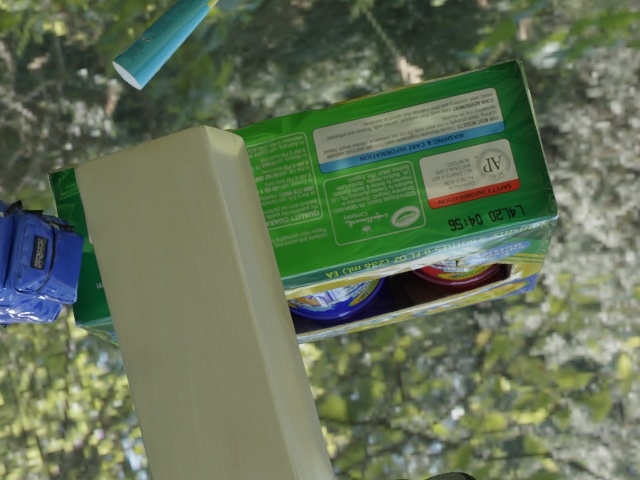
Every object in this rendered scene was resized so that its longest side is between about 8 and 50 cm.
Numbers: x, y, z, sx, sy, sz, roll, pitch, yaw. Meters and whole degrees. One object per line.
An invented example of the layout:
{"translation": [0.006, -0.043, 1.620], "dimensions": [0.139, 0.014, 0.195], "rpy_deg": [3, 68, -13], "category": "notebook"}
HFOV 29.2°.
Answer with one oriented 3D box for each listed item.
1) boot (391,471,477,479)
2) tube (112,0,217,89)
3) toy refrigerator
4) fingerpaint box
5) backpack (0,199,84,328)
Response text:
{"translation": [0.052, 0.320, 1.245], "dimensions": [0.179, 0.085, 0.236], "rpy_deg": [-31, 177, -36], "category": "boot"}
{"translation": [-0.190, -0.293, 1.643], "dimensions": [0.207, 0.052, 0.080], "rpy_deg": [-48, -145, -11], "category": "tube"}
{"translation": [-0.078, 0.065, 0.864], "dimensions": [0.102, 0.269, 0.094], "rpy_deg": [-17, 174, 14], "category": "toy refrigerator"}
{"translation": [0.000, 0.000, 1.264], "dimensions": [0.445, 0.163, 0.371], "rpy_deg": [-13, 167, 3], "category": "fingerpaint box"}
{"translation": [-0.256, 0.010, 0.981], "dimensions": [0.101, 0.097, 0.120], "rpy_deg": [-10, 160, 33], "category": "backpack"}
